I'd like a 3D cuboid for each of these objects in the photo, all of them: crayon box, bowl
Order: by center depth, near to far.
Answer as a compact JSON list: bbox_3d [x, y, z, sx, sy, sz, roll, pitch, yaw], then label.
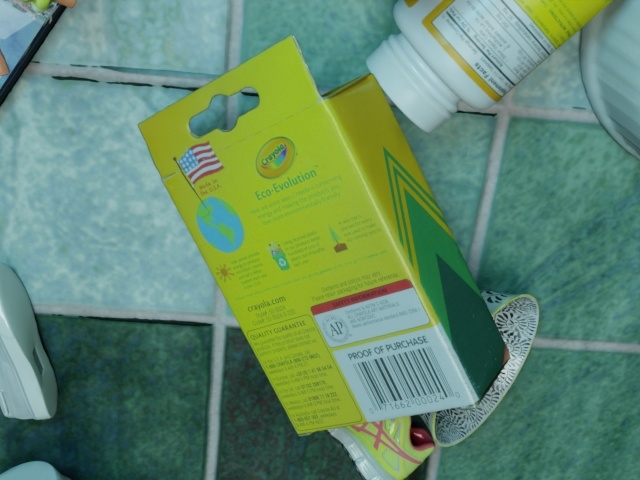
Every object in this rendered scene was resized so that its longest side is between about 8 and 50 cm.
[{"bbox_3d":[0.000,0.000,0.759,0.202,0.081,0.319,-19,103,39],"label":"crayon box"},{"bbox_3d":[0.133,0.109,0.879,0.080,0.170,0.170,32,121,31],"label":"bowl"}]

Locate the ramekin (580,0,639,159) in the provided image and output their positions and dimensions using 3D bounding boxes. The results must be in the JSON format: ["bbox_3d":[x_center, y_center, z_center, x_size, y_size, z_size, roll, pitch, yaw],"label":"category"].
[{"bbox_3d":[0.369,-0.156,0.734,0.277,0.135,0.277,-1,117,-1],"label":"ramekin"}]

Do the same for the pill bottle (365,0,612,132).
[{"bbox_3d":[0.141,-0.188,0.719,0.215,0.117,0.117,-41,112,18],"label":"pill bottle"}]

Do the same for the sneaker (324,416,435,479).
[{"bbox_3d":[0.049,0.171,0.933,0.094,0.081,0.208,-33,120,5],"label":"sneaker"}]

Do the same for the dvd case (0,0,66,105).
[{"bbox_3d":[-0.334,-0.241,0.730,0.253,0.022,0.180,35,110,-18],"label":"dvd case"}]

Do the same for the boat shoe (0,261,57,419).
[{"bbox_3d":[-0.315,0.105,0.893,0.063,0.066,0.184,-8,127,1],"label":"boat shoe"}]

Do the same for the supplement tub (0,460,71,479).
[{"bbox_3d":[-0.254,0.421,0.955,0.241,0.241,0.331,-30,114,13],"label":"supplement tub"}]

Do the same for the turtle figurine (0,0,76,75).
[{"bbox_3d":[-0.180,-0.264,0.678,0.217,0.087,0.270,-8,89,-5],"label":"turtle figurine"}]
